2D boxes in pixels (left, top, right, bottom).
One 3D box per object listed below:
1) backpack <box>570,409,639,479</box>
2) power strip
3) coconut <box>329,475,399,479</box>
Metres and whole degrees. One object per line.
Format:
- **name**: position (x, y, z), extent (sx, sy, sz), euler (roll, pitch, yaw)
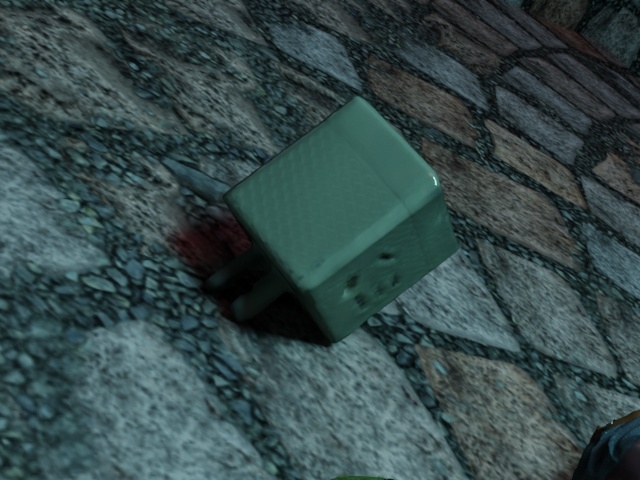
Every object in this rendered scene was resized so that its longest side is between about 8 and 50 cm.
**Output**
- **backpack**: position (0.376, 0.250, 1.015), extent (0.283, 0.197, 0.317), euler (39, 21, 12)
- **power strip**: position (0.000, 0.000, 1.036), extent (0.139, 0.224, 0.140), euler (50, -6, 29)
- **coconut**: position (0.043, 0.211, 0.810), extent (0.133, 0.055, 0.158), euler (8, 15, 14)
